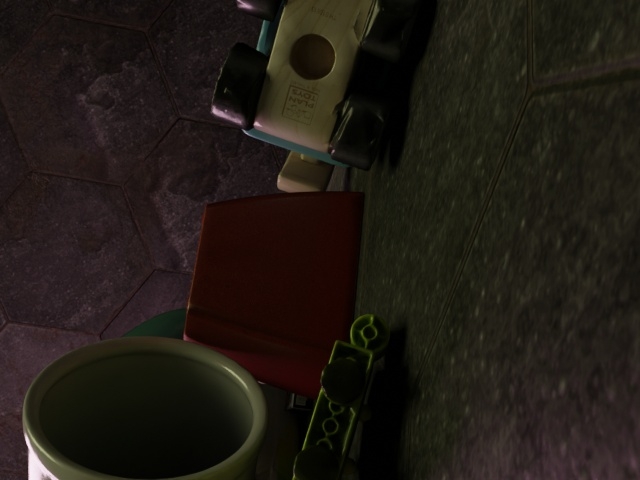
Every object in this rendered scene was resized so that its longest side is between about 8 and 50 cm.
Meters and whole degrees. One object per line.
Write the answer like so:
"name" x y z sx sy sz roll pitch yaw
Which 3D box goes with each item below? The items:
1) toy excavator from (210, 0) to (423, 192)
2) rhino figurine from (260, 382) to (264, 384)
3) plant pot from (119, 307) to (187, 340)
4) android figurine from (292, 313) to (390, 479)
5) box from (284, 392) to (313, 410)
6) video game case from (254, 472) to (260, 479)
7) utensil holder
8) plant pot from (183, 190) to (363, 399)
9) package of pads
"toy excavator" 0.007 -0.221 1.246 0.445 0.222 0.433 -59 -13 -68
"rhino figurine" -0.101 0.271 1.859 0.243 0.073 0.106 89 -167 -84
"plant pot" -0.259 0.262 1.554 0.235 0.293 0.293 -48 -19 -45
"android figurine" 0.018 0.203 0.894 0.273 0.056 0.248 78 -151 -72
"box" -0.027 0.200 1.507 0.114 0.036 0.207 123 155 -73
"video game case" -0.115 0.485 1.341 0.193 0.023 0.212 60 139 26
"utensil holder" -0.260 0.389 1.227 0.328 0.327 0.386 -95 13 -64
"plant pot" -0.084 0.077 1.320 0.267 0.235 0.267 114 164 -64
"package of pads" -0.102 0.441 1.523 0.296 0.101 0.229 -92 14 -60
